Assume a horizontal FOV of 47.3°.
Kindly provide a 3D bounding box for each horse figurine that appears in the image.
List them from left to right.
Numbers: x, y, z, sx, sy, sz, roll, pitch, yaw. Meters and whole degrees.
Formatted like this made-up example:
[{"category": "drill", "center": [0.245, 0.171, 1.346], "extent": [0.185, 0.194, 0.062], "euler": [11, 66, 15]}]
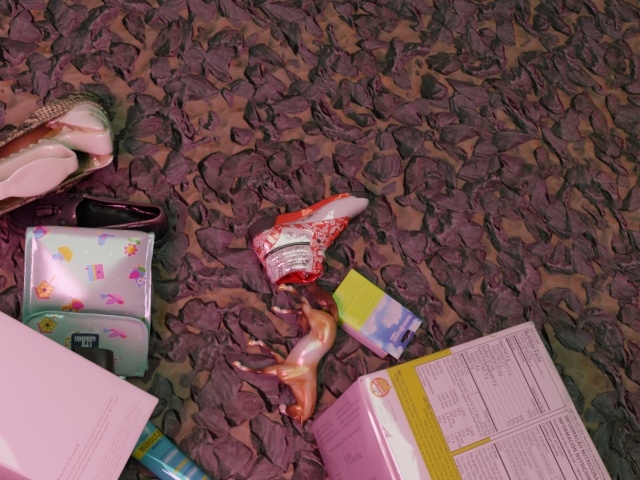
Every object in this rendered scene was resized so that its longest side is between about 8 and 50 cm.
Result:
[{"category": "horse figurine", "center": [-0.041, 0.194, 1.384], "extent": [0.174, 0.066, 0.263], "euler": [27, 73, 13]}]

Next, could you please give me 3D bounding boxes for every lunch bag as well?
[{"category": "lunch bag", "center": [-0.410, 0.112, 1.291], "extent": [0.223, 0.160, 0.262], "euler": [4, 83, -17]}]

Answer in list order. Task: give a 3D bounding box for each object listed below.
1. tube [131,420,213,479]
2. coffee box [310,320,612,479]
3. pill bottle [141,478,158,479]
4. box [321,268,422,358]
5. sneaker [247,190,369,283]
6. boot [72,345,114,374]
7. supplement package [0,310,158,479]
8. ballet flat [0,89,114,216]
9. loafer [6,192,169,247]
[{"category": "tube", "center": [-0.264, 0.383, 1.262], "extent": [0.207, 0.052, 0.080], "euler": [38, 29, 7]}, {"category": "coffee box", "center": [0.225, 0.380, 1.228], "extent": [0.334, 0.338, 0.338], "euler": [-15, 69, -21]}, {"category": "pill bottle", "center": [-0.314, 0.427, 1.229], "extent": [0.083, 0.043, 0.043], "euler": [0, 65, -14]}, {"category": "box", "center": [0.102, 0.152, 1.469], "extent": [0.178, 0.042, 0.109], "euler": [36, 63, 4]}, {"category": "sneaker", "center": [-0.001, 0.001, 1.490], "extent": [0.270, 0.090, 0.145], "euler": [-18, 72, -18]}, {"category": "boot", "center": [-0.459, 0.307, 1.141], "extent": [0.264, 0.096, 0.280], "euler": [10, 64, -27]}, {"category": "supplement package", "center": [-0.414, 0.242, 1.025], "extent": [0.293, 0.177, 0.175], "euler": [34, 56, -16]}, {"category": "ballet flat", "center": [-0.486, -0.146, 1.308], "extent": [0.182, 0.164, 0.483], "euler": [0, 28, 29]}, {"category": "loafer", "center": [-0.440, -0.051, 1.391], "extent": [0.302, 0.095, 0.109], "euler": [5, 63, -13]}]
